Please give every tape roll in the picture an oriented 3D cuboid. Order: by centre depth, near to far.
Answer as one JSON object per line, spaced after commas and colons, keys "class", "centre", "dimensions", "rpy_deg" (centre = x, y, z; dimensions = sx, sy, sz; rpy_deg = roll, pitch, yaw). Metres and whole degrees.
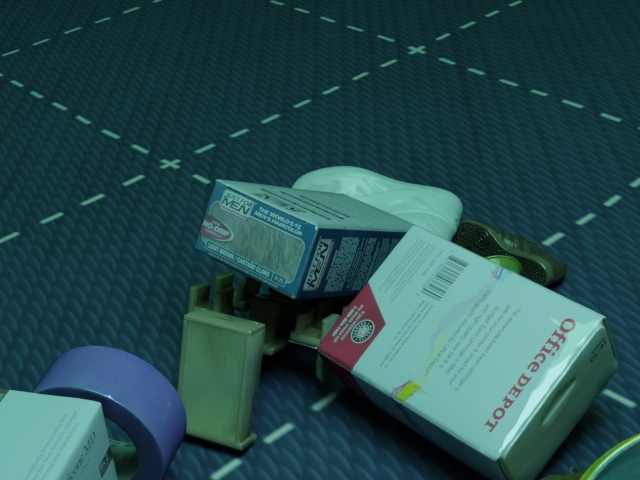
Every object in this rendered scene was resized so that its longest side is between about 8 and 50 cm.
{"class": "tape roll", "centre": [-0.263, 0.224, 1.309], "dimensions": [0.189, 0.189, 0.080], "rpy_deg": [6, 34, 13]}

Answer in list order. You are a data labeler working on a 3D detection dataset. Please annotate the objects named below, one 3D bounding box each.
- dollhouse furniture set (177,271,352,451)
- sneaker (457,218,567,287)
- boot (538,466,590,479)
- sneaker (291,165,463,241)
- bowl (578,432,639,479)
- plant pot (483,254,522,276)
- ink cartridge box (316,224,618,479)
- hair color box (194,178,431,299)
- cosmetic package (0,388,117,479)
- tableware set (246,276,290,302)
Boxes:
{"class": "dollhouse furniture set", "centre": [-0.093, 0.162, 1.483], "dimensions": [0.212, 0.161, 0.242], "rpy_deg": [12, 14, 21]}
{"class": "sneaker", "centre": [0.301, 0.022, 1.710], "dimensions": [0.071, 0.066, 0.188], "rpy_deg": [-11, 36, -43]}
{"class": "boot", "centre": [0.327, 0.286, 1.259], "dimensions": [0.305, 0.112, 0.115], "rpy_deg": [-22, 24, -27]}
{"class": "sneaker", "centre": [0.075, -0.033, 1.754], "dimensions": [0.293, 0.108, 0.169], "rpy_deg": [7, 31, 12]}
{"class": "bowl", "centre": [0.359, 0.329, 1.105], "dimensions": [0.290, 0.289, 0.156], "rpy_deg": [-7, -8, -6]}
{"class": "plant pot", "centre": [0.251, 0.077, 1.521], "dimensions": [0.083, 0.083, 0.079], "rpy_deg": [-4, 46, -3]}
{"class": "ink cartridge box", "centre": [0.184, 0.147, 1.382], "dimensions": [0.306, 0.131, 0.226], "rpy_deg": [30, 72, 37]}
{"class": "hair color box", "centre": [0.000, 0.000, 1.528], "dimensions": [0.174, 0.105, 0.347], "rpy_deg": [24, 11, 28]}
{"class": "cosmetic package", "centre": [-0.329, 0.288, 1.220], "dimensions": [0.152, 0.183, 0.151], "rpy_deg": [5, 35, 12]}
{"class": "tableware set", "centre": [-0.058, 0.054, 1.552], "dimensions": [0.104, 0.024, 0.154], "rpy_deg": [12, 14, 22]}
